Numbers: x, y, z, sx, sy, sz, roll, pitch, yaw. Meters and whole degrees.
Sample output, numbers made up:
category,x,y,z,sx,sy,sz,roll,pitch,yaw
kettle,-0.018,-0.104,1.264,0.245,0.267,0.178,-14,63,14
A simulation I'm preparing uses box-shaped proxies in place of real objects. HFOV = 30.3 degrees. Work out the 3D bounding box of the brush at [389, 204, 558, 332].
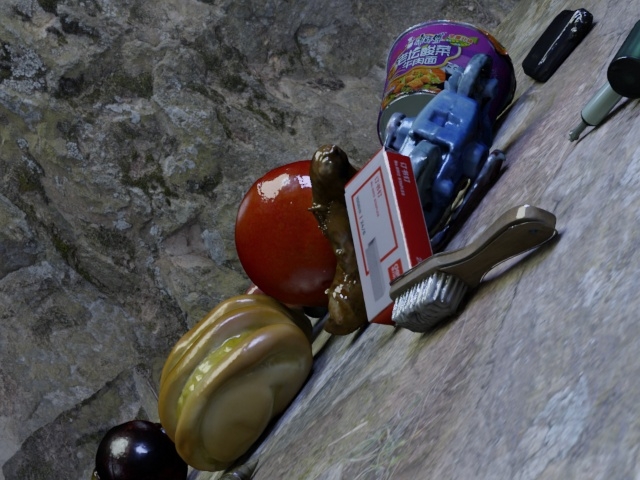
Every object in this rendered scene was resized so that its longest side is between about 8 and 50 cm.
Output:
category,x,y,z,sx,sy,sz,roll,pitch,yaw
brush,0.165,0.042,1.354,0.327,0.070,0.065,-40,29,59

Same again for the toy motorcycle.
category,x,y,z,sx,sy,sz,roll,pitch,yaw
toy motorcycle,0.174,-0.131,1.852,0.319,0.182,0.241,-55,6,-30

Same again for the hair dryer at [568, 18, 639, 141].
category,x,y,z,sx,sy,sz,roll,pitch,yaw
hair dryer,0.348,-0.180,1.412,0.100,0.057,0.197,-52,-1,-37

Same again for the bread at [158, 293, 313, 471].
category,x,y,z,sx,sy,sz,roll,pitch,yaw
bread,-0.159,0.238,2.037,0.315,0.211,0.270,-53,5,12

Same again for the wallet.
category,x,y,z,sx,sy,sz,roll,pitch,yaw
wallet,0.422,-0.355,2.135,0.149,0.044,0.250,-54,4,13

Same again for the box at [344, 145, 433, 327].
category,x,y,z,sx,sy,sz,roll,pitch,yaw
box,0.096,-0.007,1.658,0.123,0.050,0.229,-44,47,46

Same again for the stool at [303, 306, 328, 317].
category,x,y,z,sx,sy,sz,roll,pitch,yaw
stool,-0.006,0.096,2.414,0.110,0.096,0.096,-47,3,-21

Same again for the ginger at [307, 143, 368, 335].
category,x,y,z,sx,sy,sz,roll,pitch,yaw
ginger,0.042,-0.005,1.868,0.133,0.309,0.107,-16,12,-40

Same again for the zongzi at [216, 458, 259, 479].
category,x,y,z,sx,sy,sz,roll,pitch,yaw
zongzi,-0.134,0.372,1.809,0.083,0.040,0.076,-39,-12,-44

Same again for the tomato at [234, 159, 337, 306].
category,x,y,z,sx,sy,sz,roll,pitch,yaw
tomato,0.000,0.000,2.058,0.298,0.298,0.226,-45,46,53

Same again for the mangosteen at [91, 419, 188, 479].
category,x,y,z,sx,sy,sz,roll,pitch,yaw
mangosteen,-0.368,0.464,2.395,0.210,0.210,0.210,-50,4,5

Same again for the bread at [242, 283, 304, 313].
category,x,y,z,sx,sy,sz,roll,pitch,yaw
bread,-0.113,0.179,2.361,0.244,0.123,0.190,124,146,-70

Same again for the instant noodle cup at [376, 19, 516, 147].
category,x,y,z,sx,sy,sz,roll,pitch,yaw
instant noodle cup,0.218,-0.247,2.150,0.251,0.251,0.190,-47,16,45
